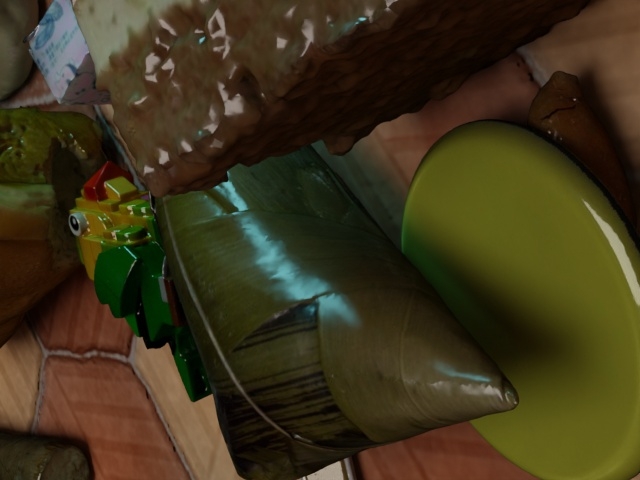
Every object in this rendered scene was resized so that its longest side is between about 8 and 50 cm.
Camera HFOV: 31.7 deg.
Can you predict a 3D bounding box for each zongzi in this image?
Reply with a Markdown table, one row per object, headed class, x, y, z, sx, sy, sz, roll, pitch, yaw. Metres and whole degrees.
| class | x | y | z | sx | sy | sz | roll | pitch | yaw |
| --- | --- | --- | --- | --- | --- | --- | --- | --- | --- |
| zongzi | 0.000 | 0.000 | 0.708 | 0.300 | 0.145 | 0.273 | -35 | 75 | 63 |

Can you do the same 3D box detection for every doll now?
| class | x | y | z | sx | sy | sz | roll | pitch | yaw |
| --- | --- | --- | --- | --- | --- | --- | --- | --- | --- |
| doll | -0.135 | 0.021 | 0.913 | 0.186 | 0.106 | 0.134 | 40 | 136 | 31 |

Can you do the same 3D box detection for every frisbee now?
| class | x | y | z | sx | sy | sz | roll | pitch | yaw |
| --- | --- | --- | --- | --- | --- | --- | --- | --- | --- |
| frisbee | 0.119 | 0.042 | 0.684 | 0.236 | 0.017 | 0.236 | 38 | 138 | 45 |

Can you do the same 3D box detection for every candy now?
| class | x | y | z | sx | sy | sz | roll | pitch | yaw |
| --- | --- | --- | --- | --- | --- | --- | --- | --- | --- |
| candy | -0.162 | -0.180 | 0.903 | 0.160 | 0.092 | 0.073 | -46 | 66 | 39 |

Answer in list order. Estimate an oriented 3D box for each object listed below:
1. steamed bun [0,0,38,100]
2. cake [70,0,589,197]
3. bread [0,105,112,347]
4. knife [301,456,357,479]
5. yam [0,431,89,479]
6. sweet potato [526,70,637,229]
| class | x | y | z | sx | sy | sz | roll | pitch | yaw |
| --- | --- | --- | --- | --- | --- | --- | --- | --- | --- |
| steamed bun | -0.418 | -0.240 | 1.061 | 0.268 | 0.207 | 0.280 | -8 | 95 | 45 |
| cake | 0.005 | -0.214 | 0.613 | 0.282 | 0.256 | 0.290 | -27 | 86 | 44 |
| bread | -0.329 | 0.013 | 1.045 | 0.344 | 0.195 | 0.148 | -36 | 68 | 46 |
| knife | -0.009 | 0.114 | 0.866 | 0.046 | 0.022 | 0.256 | -13 | 88 | 14 |
| yam | -0.381 | 0.241 | 1.229 | 0.372 | 0.083 | 0.083 | -8 | 94 | 44 |
| sweet potato | 0.158 | -0.004 | 0.660 | 0.056 | 0.056 | 0.194 | -2 | 104 | 45 |
